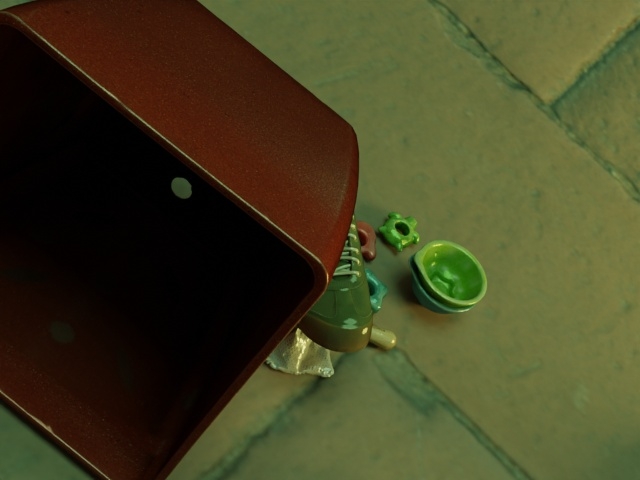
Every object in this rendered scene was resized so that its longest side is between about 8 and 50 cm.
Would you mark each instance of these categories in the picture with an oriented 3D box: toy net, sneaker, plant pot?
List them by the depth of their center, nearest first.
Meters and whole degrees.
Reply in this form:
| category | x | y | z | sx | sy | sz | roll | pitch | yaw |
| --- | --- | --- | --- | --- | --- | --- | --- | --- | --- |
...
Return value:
| category | x | y | z | sx | sy | sz | roll | pitch | yaw |
| --- | --- | --- | --- | --- | --- | --- | --- | --- | --- |
| plant pot | -0.122 | -0.029 | 1.070 | 0.267 | 0.267 | 0.236 | 39 | 35 | -1 |
| sneaker | 0.000 | 0.000 | 1.187 | 0.064 | 0.086 | 0.192 | -2 | 34 | -14 |
| toy net | 0.032 | 0.038 | 1.249 | 0.232 | 0.045 | 0.122 | -20 | 70 | -40 |
